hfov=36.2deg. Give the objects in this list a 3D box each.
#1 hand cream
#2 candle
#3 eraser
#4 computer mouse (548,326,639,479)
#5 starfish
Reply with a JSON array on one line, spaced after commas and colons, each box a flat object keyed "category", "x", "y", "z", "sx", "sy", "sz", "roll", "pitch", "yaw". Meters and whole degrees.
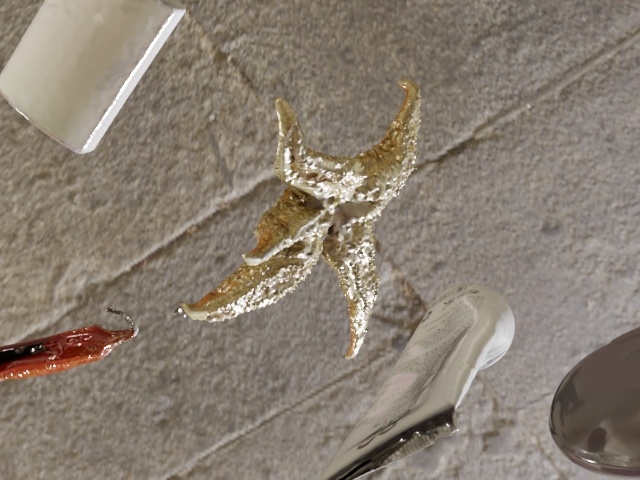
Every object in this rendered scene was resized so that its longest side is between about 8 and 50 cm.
[{"category": "hand cream", "x": 0.087, "y": 0.101, "z": 0.744, "sx": 0.121, "sy": 0.336, "sz": 0.076, "roll": -38, "pitch": 87, "yaw": 24}, {"category": "candle", "x": -0.267, "y": 0.110, "z": 1.028, "sx": 0.162, "sy": 0.048, "sz": 0.053, "roll": -14, "pitch": 138, "yaw": 5}, {"category": "eraser", "x": -0.341, "y": -0.284, "z": 1.441, "sx": 0.174, "sy": 0.095, "sz": 0.270, "roll": 39, "pitch": 107, "yaw": 3}, {"category": "computer mouse", "x": 0.208, "y": 0.044, "z": 0.411, "sx": 0.232, "sy": 0.120, "sz": 0.057, "roll": -26, "pitch": 94, "yaw": 9}, {"category": "starfish", "x": -0.015, "y": -0.006, "z": 0.903, "sx": 0.084, "sy": 0.293, "sz": 0.302, "roll": 25, "pitch": 108, "yaw": 25}]
